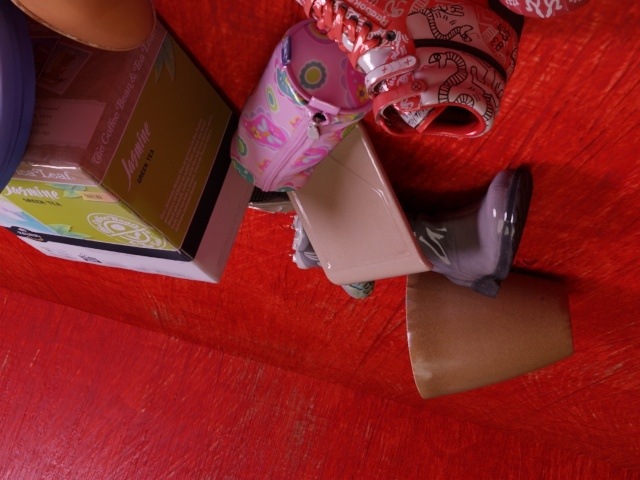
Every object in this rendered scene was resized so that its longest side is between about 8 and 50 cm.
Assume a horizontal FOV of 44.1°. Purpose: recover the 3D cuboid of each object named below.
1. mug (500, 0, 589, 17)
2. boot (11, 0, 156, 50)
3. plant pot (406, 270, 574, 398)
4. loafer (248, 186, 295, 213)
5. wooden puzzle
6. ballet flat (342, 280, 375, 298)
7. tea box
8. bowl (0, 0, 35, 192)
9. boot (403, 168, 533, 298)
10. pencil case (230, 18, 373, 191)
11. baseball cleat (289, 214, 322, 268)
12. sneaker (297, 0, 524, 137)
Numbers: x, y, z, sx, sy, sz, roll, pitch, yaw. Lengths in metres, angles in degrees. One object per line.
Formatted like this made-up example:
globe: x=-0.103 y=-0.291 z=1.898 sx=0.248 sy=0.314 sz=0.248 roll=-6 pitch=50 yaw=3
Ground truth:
mug: x=0.146 y=-0.254 z=0.548 sx=0.113 sy=0.150 sz=0.169 roll=-28 pitch=153 yaw=9
boot: x=-0.215 y=-0.240 z=0.658 sx=0.220 sy=0.109 sz=0.283 roll=37 pitch=172 yaw=48
plant pot: x=0.293 y=0.145 z=1.343 sx=0.255 sy=0.237 sz=0.237 roll=-5 pitch=155 yaw=17
loafer: x=-0.068 y=-0.067 z=1.256 sx=0.148 sy=0.056 sz=0.050 roll=6 pitch=152 yaw=27
wooden puzzle: x=0.038 y=-0.050 z=1.108 sx=0.221 sy=0.044 sz=0.238 roll=-15 pitch=108 yaw=56
ballet flat: x=0.045 y=0.007 z=1.214 sx=0.070 sy=0.070 sz=0.188 roll=-8 pitch=109 yaw=49
tea box: x=-0.306 y=-0.118 z=1.055 sx=0.329 sy=0.219 sz=0.323 roll=6 pitch=156 yaw=27
bowl: x=-0.481 y=-0.180 z=0.848 sx=0.391 sy=0.390 sz=0.077 roll=11 pitch=-167 yaw=15
boot: x=0.169 y=-0.018 z=1.132 sx=0.223 sy=0.118 sz=0.338 roll=18 pitch=157 yaw=10
pencil case: x=-0.024 y=-0.145 z=0.914 sx=0.124 sy=0.124 sz=0.284 roll=21 pitch=161 yaw=-13
baseball cleat: x=0.000 y=0.000 z=1.395 sx=0.110 sy=0.072 sz=0.206 roll=2 pitch=165 yaw=-1
sneaker: x=0.048 y=-0.185 z=0.707 sx=0.270 sy=0.144 sz=0.090 roll=19 pitch=160 yaw=-8
